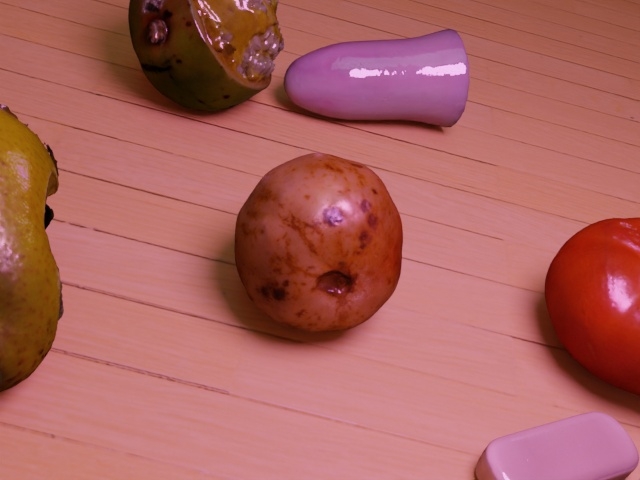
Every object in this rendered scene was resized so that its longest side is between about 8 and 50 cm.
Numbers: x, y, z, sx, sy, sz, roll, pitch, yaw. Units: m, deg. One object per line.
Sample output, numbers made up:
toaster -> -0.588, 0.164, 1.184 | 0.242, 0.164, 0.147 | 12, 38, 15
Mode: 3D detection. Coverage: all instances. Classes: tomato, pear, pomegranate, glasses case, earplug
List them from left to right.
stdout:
pear -> -0.341, 0.015, 0.723 | 0.164, 0.238, 0.255 | 0, 43, -27
pomegranate -> -0.171, -0.339, 1.172 | 0.260, 0.260, 0.341 | 30, 12, 14
pomegranate -> 0.000, 0.000, 0.880 | 0.215, 0.215, 0.215 | 9, 43, -8
earplug -> 0.084, -0.280, 1.243 | 0.301, 0.172, 0.172 | -4, 46, -13
glasses case -> 0.268, 0.250, 0.808 | 0.196, 0.050, 0.083 | -6, 44, -24
tomato -> 0.417, 0.094, 0.926 | 0.260, 0.180, 0.259 | 7, 44, -7

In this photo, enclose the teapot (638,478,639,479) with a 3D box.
teapot -> 0.395, 0.329, 0.705 | 0.204, 0.139, 0.298 | 22, 40, 4
